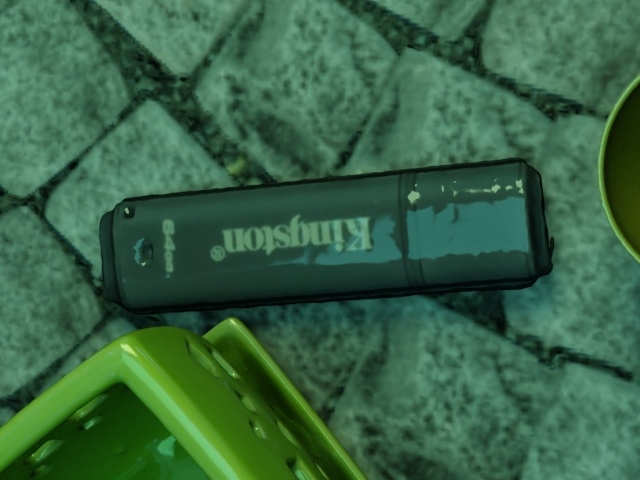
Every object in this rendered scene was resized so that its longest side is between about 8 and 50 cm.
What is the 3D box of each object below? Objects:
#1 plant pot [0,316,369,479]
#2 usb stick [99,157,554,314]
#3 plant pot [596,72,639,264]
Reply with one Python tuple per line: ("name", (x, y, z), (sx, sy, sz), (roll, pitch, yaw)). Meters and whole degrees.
("plant pot", (-0.083, 0.185, 0.780), (0.228, 0.207, 0.227), (-40, 86, 16))
("usb stick", (0.000, 0.000, 0.818), (0.278, 0.045, 0.077), (-5, 97, 16))
("plant pot", (0.220, -0.042, 0.729), (0.134, 0.095, 0.134), (2, 98, 15))
